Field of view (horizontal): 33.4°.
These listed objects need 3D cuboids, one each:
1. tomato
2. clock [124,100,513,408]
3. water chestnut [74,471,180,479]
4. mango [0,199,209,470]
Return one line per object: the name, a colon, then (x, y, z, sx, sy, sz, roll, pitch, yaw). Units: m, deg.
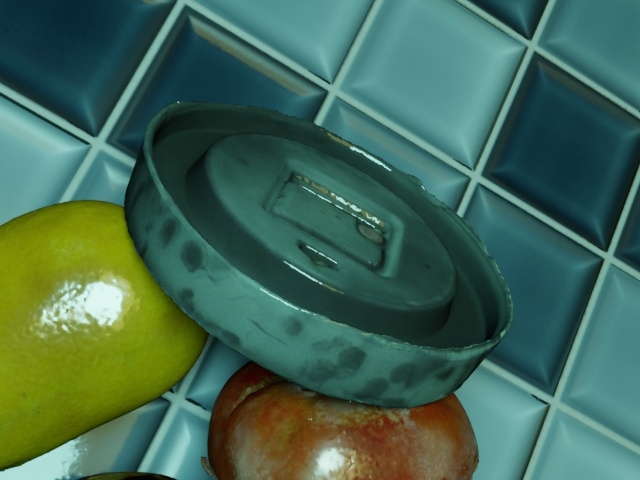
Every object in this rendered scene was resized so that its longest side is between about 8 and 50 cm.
tomato: (0.017, 0.140, 0.845, 0.225, 0.225, 0.085, -2, 102, -20)
clock: (0.000, 0.000, 0.852, 0.325, 0.067, 0.325, 24, 26, -13)
water chestnut: (-0.152, 0.306, 0.755, 0.300, 0.300, 0.300, 5, 76, -19)
mango: (-0.208, 0.065, 0.829, 0.254, 0.139, 0.175, -25, 80, -17)
